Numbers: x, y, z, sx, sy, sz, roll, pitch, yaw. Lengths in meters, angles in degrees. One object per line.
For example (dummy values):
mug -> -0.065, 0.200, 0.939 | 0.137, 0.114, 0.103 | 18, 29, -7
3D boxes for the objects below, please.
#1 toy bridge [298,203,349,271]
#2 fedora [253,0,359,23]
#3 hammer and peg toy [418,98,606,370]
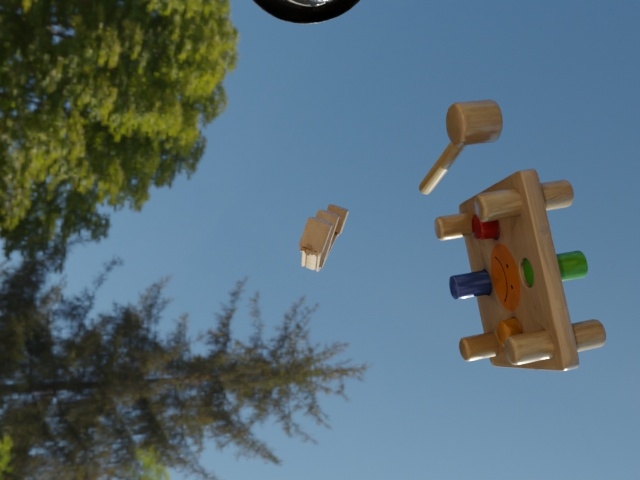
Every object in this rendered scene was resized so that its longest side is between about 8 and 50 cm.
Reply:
toy bridge -> 0.000, 0.000, 0.809 | 0.026, 0.188, 0.063 | 20, -81, 5
fedora -> -0.013, -0.544, 1.352 | 0.152, 0.334, 0.334 | -120, -131, -61
hammer and peg toy -> 0.253, -0.003, 1.064 | 0.266, 0.127, 0.361 | 133, -53, -78
